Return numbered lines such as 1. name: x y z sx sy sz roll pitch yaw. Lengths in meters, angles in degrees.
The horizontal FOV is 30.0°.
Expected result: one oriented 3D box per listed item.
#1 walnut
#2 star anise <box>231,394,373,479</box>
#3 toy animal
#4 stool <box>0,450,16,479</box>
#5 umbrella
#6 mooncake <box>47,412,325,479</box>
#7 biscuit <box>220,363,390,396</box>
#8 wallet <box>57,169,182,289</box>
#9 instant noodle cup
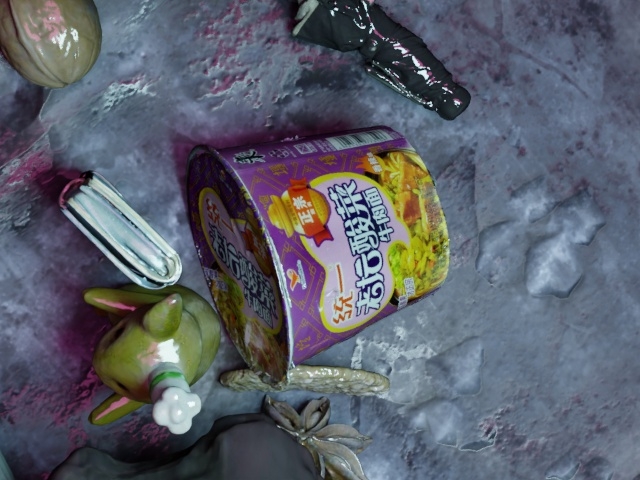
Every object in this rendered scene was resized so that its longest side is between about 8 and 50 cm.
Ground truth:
1. walnut: -0.364 -0.286 1.592 0.140 0.140 0.162 -31 109 -8
2. star anise: -0.014 0.294 1.691 0.196 0.212 0.073 -6 127 -28
3. toy animal: -0.229 0.142 1.547 0.180 0.363 0.181 -9 92 2
4. stool: -0.482 0.443 1.540 0.297 0.297 0.330 -22 95 -10
5. umbrella: 0.068 -0.291 1.693 0.357 0.113 0.106 40 63 -12
6. mooncake: -0.159 0.378 1.493 0.380 0.212 0.351 -7 133 3
7. biscuit: -0.013 0.198 1.699 0.249 0.133 0.032 4 75 -11
8. wallet: -0.265 -0.016 1.569 0.176 0.250 0.075 44 84 -11
9. instant noodle cup: 0.000 0.000 1.613 0.265 0.340 0.340 -18 97 -21
